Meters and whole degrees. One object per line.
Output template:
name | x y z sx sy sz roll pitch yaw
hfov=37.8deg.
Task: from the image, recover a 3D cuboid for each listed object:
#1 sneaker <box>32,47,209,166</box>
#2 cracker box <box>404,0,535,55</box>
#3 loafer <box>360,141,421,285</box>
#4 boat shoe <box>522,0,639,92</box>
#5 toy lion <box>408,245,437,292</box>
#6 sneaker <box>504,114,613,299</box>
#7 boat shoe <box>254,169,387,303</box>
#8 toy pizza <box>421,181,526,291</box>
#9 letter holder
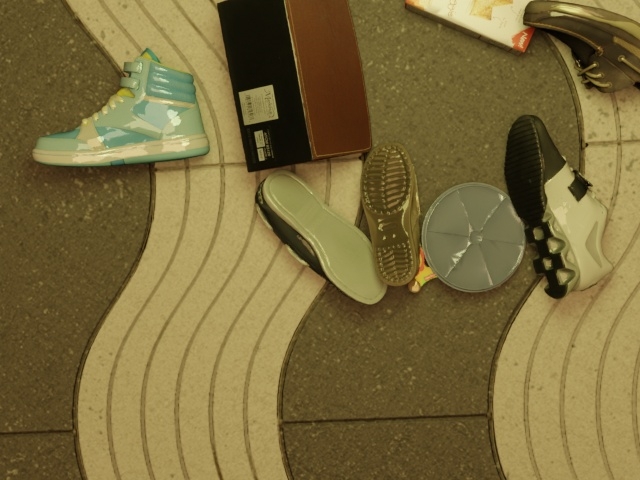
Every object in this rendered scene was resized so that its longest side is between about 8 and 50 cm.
sneaker | -0.369 -0.240 1.702 0.319 0.127 0.208 -6 96 -6
cracker box | 0.286 -0.448 1.670 0.232 0.067 0.155 23 96 1
loafer | 0.131 -0.044 1.702 0.102 0.092 0.268 -4 77 13
boat shoe | 0.510 -0.316 1.617 0.355 0.132 0.130 17 103 -9
toy lion | 0.182 0.043 1.737 0.100 0.034 0.096 -24 85 5
sneaker | 0.434 -0.072 1.678 0.146 0.122 0.330 -16 93 -19
boat shoe | 0.000 0.000 1.716 0.114 0.091 0.302 -39 90 -28
toy pizza | 0.279 -0.006 1.713 0.201 0.032 0.201 0 91 -11
letter holder | -0.036 -0.290 1.677 0.152 0.214 0.301 -7 95 36
